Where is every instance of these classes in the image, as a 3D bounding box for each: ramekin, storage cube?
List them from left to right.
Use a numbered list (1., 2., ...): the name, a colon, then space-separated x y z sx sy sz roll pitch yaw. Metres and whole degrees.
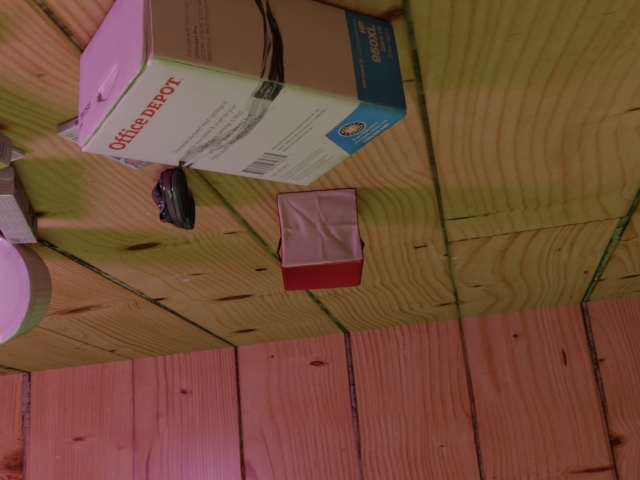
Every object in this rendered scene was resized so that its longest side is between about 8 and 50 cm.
1. ramekin: -0.773 0.118 1.891 0.273 0.272 0.127 -10 174 14
2. storage cube: 0.000 0.000 1.849 0.215 0.183 0.193 -4 160 -1

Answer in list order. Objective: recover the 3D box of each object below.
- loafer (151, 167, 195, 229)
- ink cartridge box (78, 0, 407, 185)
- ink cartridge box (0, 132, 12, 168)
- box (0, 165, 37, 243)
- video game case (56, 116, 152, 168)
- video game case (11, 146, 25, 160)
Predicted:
1. loafer: -0.321 -0.079 1.671 0.084 0.096 0.267 1 164 -1
2. ink cartridge box: -0.120 -0.225 1.153 0.395 0.166 0.285 6 158 -33
3. ink cartridge box: -0.740 -0.168 1.306 0.307 0.072 0.304 -15 157 23
4. box: -0.643 -0.067 1.638 0.067 0.063 0.324 -4 164 -12
5. video game case: -0.337 -0.191 1.429 0.183 0.023 0.201 -15 160 28
6. video game case: -0.618 -0.168 1.442 0.087 0.011 0.122 -12 160 22
